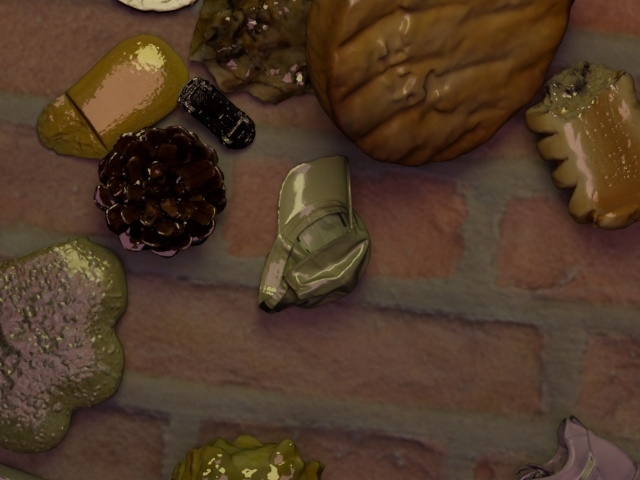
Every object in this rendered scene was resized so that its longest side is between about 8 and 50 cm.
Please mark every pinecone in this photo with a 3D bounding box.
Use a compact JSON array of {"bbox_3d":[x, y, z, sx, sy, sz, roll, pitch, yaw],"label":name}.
[{"bbox_3d":[-0.163,-0.048,1.630,0.140,0.121,0.140,0,98,-3],"label":"pinecone"}]

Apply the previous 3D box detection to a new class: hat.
[{"bbox_3d":[-0.003,-0.006,1.671,0.122,0.081,0.166,-8,75,36],"label":"hat"}]

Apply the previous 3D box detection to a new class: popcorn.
[{"bbox_3d":[-0.073,0.275,1.648,0.173,0.142,0.173,-4,74,16],"label":"popcorn"}]

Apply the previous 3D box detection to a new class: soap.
[{"bbox_3d":[-0.214,-0.141,1.667,0.168,0.033,0.089,-41,94,1],"label":"soap"}]

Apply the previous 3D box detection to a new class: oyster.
[{"bbox_3d":[-0.022,-0.241,1.651,0.214,0.083,0.223,21,98,0],"label":"oyster"}]

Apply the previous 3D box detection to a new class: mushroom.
[{"bbox_3d":[-0.175,-0.260,1.671,0.101,0.019,0.049,9,93,-5],"label":"mushroom"}]

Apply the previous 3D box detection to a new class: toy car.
[{"bbox_3d":[-0.107,-0.131,1.673,0.093,0.025,0.041,42,86,-23],"label":"toy car"}]

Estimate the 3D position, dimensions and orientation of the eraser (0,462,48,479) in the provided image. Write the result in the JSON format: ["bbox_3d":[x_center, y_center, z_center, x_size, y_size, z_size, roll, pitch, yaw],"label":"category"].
[{"bbox_3d":[-0.336,0.347,1.677,0.092,0.046,0.212,20,91,-3],"label":"eraser"}]

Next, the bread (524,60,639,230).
[{"bbox_3d":[0.284,-0.097,1.660,0.119,0.084,0.177,-23,93,-12],"label":"bread"}]

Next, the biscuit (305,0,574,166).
[{"bbox_3d":[0.113,-0.216,1.586,0.296,0.102,0.296,-19,128,-25],"label":"biscuit"}]

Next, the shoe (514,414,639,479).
[{"bbox_3d":[0.240,0.302,1.679,0.137,0.095,0.245,44,89,4],"label":"shoe"}]

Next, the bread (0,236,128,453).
[{"bbox_3d":[-0.319,0.123,1.666,0.286,0.056,0.207,-23,91,0],"label":"bread"}]
